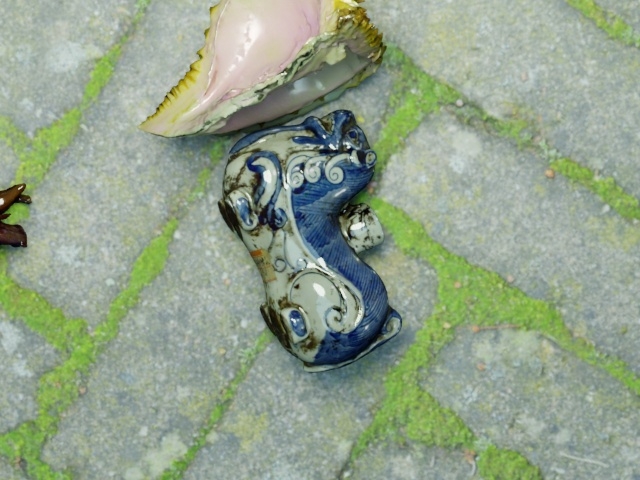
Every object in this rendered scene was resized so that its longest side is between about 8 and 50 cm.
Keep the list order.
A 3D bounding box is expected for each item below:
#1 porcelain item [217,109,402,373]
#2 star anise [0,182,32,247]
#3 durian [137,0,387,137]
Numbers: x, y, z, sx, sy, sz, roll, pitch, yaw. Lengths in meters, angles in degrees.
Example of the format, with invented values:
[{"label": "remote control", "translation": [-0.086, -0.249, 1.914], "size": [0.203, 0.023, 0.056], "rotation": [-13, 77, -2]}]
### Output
[{"label": "porcelain item", "translation": [0.000, 0.000, 1.748], "size": [0.186, 0.138, 0.288], "rotation": [-23, 93, -12]}, {"label": "star anise", "translation": [-0.417, -0.020, 1.785], "size": [0.168, 0.057, 0.168], "rotation": [0, 98, 1]}, {"label": "durian", "translation": [-0.035, -0.192, 1.675], "size": [0.305, 0.195, 0.185], "rotation": [-35, 56, 34]}]
